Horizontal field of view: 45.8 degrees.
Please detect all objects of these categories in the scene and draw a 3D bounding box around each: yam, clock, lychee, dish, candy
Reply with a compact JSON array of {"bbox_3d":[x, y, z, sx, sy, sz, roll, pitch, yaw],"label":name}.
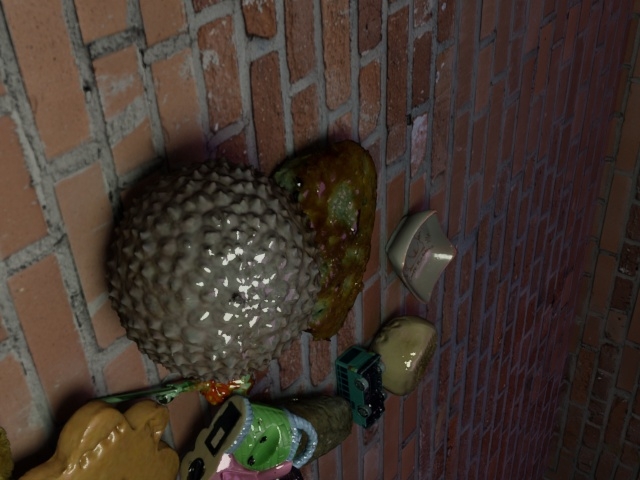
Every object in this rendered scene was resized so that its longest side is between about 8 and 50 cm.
[{"bbox_3d":[-0.034,0.357,1.439,0.330,0.133,0.133,1,107,-61],"label":"yam"},{"bbox_3d":[-0.097,0.352,1.197,0.195,0.100,0.194,34,92,-33],"label":"clock"},{"bbox_3d":[-0.124,0.046,0.977,0.300,0.300,0.300,-33,134,-42],"label":"lychee"},{"bbox_3d":[0.209,0.029,1.644,0.151,0.077,0.212,-58,147,-13],"label":"dish"},{"bbox_3d":[-0.217,0.226,1.142,0.287,0.084,0.078,-1,114,-48],"label":"candy"}]

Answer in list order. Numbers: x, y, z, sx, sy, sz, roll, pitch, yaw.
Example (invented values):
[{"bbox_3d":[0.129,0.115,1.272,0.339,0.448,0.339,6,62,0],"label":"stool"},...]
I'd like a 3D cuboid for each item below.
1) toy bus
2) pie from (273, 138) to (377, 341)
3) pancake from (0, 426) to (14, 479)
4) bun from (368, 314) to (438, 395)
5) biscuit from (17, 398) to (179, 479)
[{"bbox_3d":[0.085,0.313,1.615,0.079,0.091,0.160,-35,129,-39],"label":"toy bus"},{"bbox_3d":[0.000,0.000,1.291,0.288,0.103,0.355,3,102,-56],"label":"pie"},{"bbox_3d":[-0.445,0.303,0.859,0.197,0.054,0.377,-33,133,-51],"label":"pancake"},{"bbox_3d":[0.180,0.251,1.693,0.178,0.128,0.193,-62,159,-9],"label":"bun"},{"bbox_3d":[-0.298,0.354,1.053,0.275,0.052,0.355,-50,153,-24],"label":"biscuit"}]
